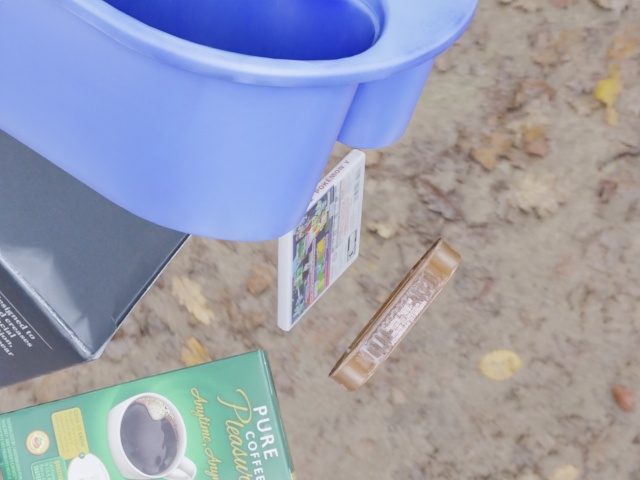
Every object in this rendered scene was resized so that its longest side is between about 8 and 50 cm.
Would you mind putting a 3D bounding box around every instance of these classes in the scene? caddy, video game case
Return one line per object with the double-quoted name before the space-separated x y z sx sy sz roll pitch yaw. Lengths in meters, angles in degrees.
"caddy" -0.077 -0.162 0.700 0.341 0.179 0.241 32 47 18
"video game case" 0.000 0.000 1.694 0.183 0.023 0.201 -46 152 -38

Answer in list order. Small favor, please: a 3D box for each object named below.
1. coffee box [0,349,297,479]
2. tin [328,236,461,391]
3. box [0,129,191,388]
"coffee box" -0.111 0.145 0.802 0.184 0.040 0.113 -15 83 2
"tin" 0.080 0.079 1.304 0.040 0.106 0.189 39 86 -3
"box" -0.305 -0.022 1.173 0.212 0.395 0.293 52 47 -18
